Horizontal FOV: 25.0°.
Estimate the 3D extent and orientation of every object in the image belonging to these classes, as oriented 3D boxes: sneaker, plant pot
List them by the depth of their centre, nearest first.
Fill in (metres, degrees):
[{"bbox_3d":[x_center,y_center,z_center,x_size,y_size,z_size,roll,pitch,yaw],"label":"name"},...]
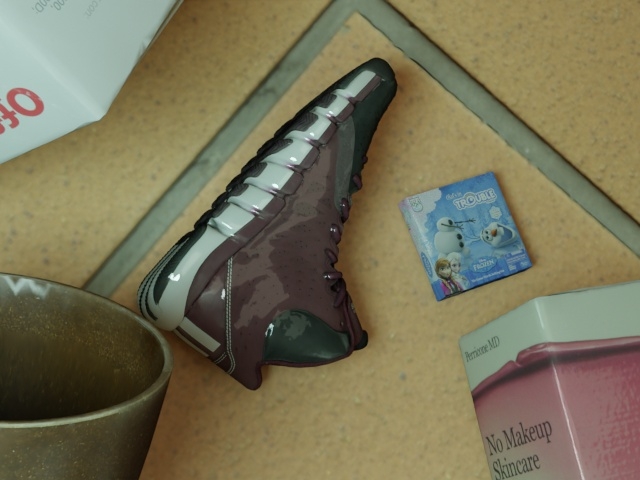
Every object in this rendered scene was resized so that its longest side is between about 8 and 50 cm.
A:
[{"bbox_3d":[-0.207,0.162,0.842,0.215,0.215,0.230,3,108,-20],"label":"plant pot"},{"bbox_3d":[0.000,0.000,1.133,0.162,0.106,0.281,44,74,-9],"label":"sneaker"}]

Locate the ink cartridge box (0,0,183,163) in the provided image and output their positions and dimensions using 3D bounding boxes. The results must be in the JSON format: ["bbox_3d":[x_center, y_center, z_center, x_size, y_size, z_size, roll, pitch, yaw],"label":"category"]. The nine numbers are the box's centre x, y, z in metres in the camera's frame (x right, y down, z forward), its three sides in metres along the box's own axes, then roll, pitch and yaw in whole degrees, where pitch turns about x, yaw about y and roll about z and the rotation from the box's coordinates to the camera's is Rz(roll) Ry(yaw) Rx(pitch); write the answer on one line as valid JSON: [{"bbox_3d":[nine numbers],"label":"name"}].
[{"bbox_3d":[-0.308,-0.217,0.899,0.385,0.279,0.160,46,50,-27],"label":"ink cartridge box"}]

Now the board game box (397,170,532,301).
[{"bbox_3d":[0.122,-0.004,1.215,0.090,0.020,0.090,-18,79,-24],"label":"board game box"}]

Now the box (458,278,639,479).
[{"bbox_3d":[0.215,0.162,1.126,0.126,0.148,0.232,-8,76,-22],"label":"box"}]
